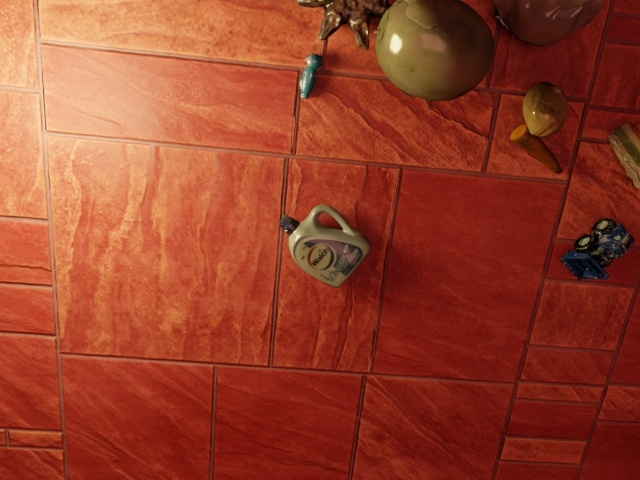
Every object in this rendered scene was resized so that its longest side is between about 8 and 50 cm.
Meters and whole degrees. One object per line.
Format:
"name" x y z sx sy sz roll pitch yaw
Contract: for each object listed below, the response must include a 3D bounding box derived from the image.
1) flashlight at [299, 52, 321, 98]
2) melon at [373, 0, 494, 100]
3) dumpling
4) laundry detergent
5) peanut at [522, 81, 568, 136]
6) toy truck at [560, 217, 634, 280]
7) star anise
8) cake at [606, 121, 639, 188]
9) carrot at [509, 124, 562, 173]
"flashlight" -0.030 -0.477 1.421 0.051 0.051 0.129 11 110 -6
"melon" 0.293 -0.513 1.306 0.330 0.268 0.269 9 108 -24
"dumpling" 0.609 -0.613 1.326 0.293 0.204 0.163 9 120 -16
"laundry detergent" 0.000 0.000 1.543 0.280 0.105 0.215 39 102 -11
"peanut" 0.660 -0.381 1.439 0.140 0.109 0.159 27 76 -4
"toy truck" 0.903 0.040 1.581 0.113 0.126 0.208 41 102 -13
"star anise" 0.086 -0.690 1.327 0.315 0.108 0.315 0 115 1
"cake" 0.984 -0.246 1.500 0.086 0.117 0.220 -32 107 14
"carrot" 0.681 -0.273 1.515 0.209 0.061 0.061 35 103 -17
